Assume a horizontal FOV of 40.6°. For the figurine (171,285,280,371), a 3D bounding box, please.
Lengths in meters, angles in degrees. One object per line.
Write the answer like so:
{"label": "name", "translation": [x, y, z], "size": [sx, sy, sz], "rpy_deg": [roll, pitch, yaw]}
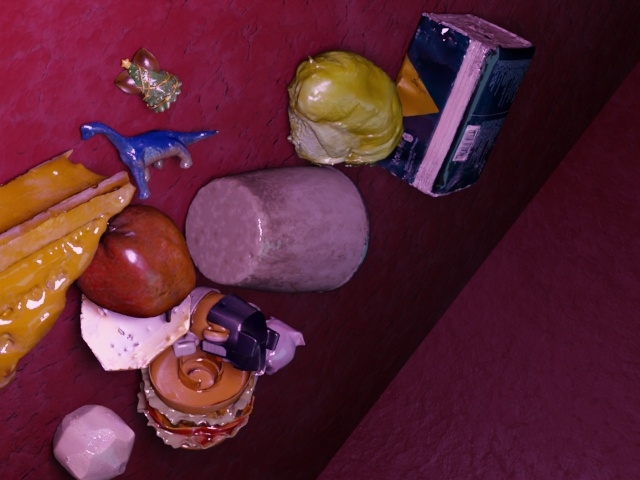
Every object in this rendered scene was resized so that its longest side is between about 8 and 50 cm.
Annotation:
{"label": "figurine", "translation": [-0.231, 0.173, 1.833], "size": [0.308, 0.309, 0.143], "rpy_deg": [-31, 136, -41]}

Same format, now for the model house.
{"label": "model house", "translation": [-0.387, 0.146, 1.722], "size": [0.219, 0.207, 0.136], "rpy_deg": [-45, -170, -21]}

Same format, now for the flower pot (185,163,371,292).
{"label": "flower pot", "translation": [-0.099, -0.028, 1.846], "size": [0.330, 0.294, 0.293], "rpy_deg": [1, 121, -53]}

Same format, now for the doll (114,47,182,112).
{"label": "doll", "translation": [-0.284, -0.262, 1.451], "size": [0.078, 0.076, 0.113], "rpy_deg": [-48, 155, 5]}

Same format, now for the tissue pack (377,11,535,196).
{"label": "tissue pack", "translation": [0.334, -0.353, 2.209], "size": [0.264, 0.253, 0.416], "rpy_deg": [-19, 138, -50]}

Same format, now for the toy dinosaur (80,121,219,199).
{"label": "toy dinosaur", "translation": [-0.298, -0.187, 1.538], "size": [0.248, 0.075, 0.188], "rpy_deg": [-35, 142, -24]}

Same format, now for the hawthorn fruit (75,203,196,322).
{"label": "hawthorn fruit", "translation": [-0.332, 0.057, 1.594], "size": [0.208, 0.208, 0.248], "rpy_deg": [-46, 130, -17]}

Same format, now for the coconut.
{"label": "coconut", "translation": [-0.487, 0.447, 1.875], "size": [0.161, 0.162, 0.161], "rpy_deg": [-41, 152, -28]}

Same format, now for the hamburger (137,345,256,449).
{"label": "hamburger", "translation": [-0.282, 0.350, 1.993], "size": [0.274, 0.274, 0.212], "rpy_deg": [-33, 149, -38]}

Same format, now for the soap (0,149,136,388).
{"label": "soap", "translation": [-0.464, 0.050, 1.421], "size": [0.339, 0.169, 0.304], "rpy_deg": [-34, 148, -34]}

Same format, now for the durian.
{"label": "durian", "translation": [0.055, -0.281, 1.881], "size": [0.256, 0.204, 0.339], "rpy_deg": [-33, 149, -16]}

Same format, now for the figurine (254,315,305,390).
{"label": "figurine", "translation": [-0.169, 0.316, 2.307], "size": [0.276, 0.133, 0.200], "rpy_deg": [-43, 156, -22]}
